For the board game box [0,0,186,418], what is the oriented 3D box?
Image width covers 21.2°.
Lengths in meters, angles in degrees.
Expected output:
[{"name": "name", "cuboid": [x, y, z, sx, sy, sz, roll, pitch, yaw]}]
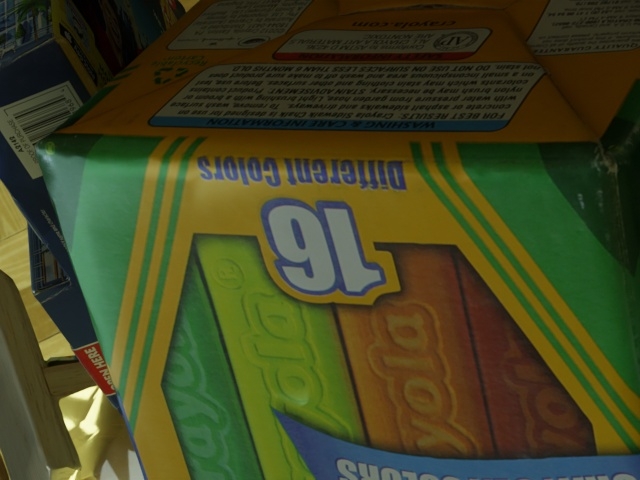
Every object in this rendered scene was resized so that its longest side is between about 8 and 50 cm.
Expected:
[{"name": "board game box", "cuboid": [-0.085, -0.056, 0.638, 0.194, 0.060, 0.194, -104, -10, -46]}]

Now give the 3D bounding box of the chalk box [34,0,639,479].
[{"name": "chalk box", "cuboid": [0.058, 0.054, 0.573, 0.179, 0.180, 0.289, -51, -45, -49]}]

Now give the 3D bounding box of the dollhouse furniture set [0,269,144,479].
[{"name": "dollhouse furniture set", "cuboid": [0.000, 0.000, 0.887, 0.394, 0.362, 0.256, 104, 149, -42]}]
